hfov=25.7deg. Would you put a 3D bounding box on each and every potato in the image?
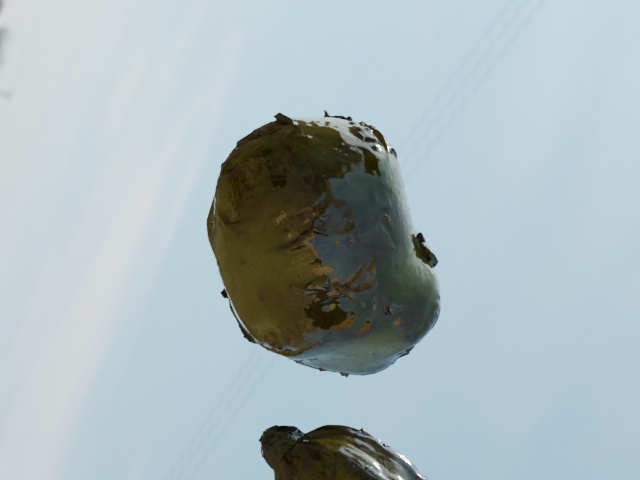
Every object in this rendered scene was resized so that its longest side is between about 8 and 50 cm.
[{"bbox_3d":[0.000,0.000,1.552,0.246,0.300,0.196,-30,167,-8],"label":"potato"}]

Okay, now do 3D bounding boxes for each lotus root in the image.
[{"bbox_3d":[0.027,0.248,1.367,0.120,0.209,0.120,-56,167,-19],"label":"lotus root"}]
